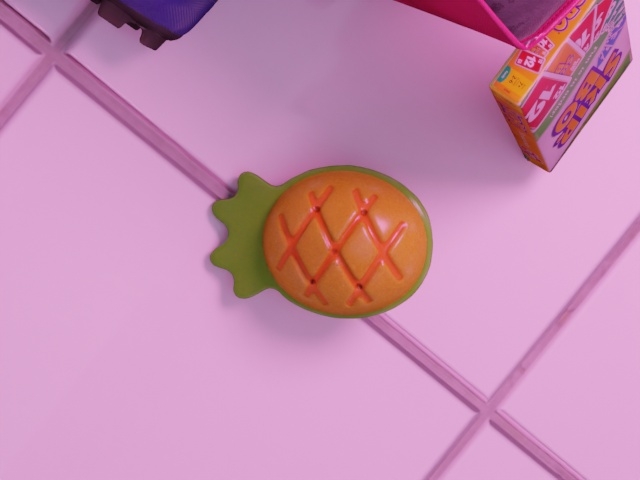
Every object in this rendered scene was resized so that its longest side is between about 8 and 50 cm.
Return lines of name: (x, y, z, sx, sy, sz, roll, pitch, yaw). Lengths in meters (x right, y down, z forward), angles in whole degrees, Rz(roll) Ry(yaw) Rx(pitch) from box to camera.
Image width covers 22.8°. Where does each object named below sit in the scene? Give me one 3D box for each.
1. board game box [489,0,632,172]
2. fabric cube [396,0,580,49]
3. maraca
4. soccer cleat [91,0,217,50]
board game box: (0.197, -0.132, 1.263, 0.039, 0.259, 0.124, 36, 90, 14)
fabric cube: (0.101, -0.331, 1.149, 0.259, 0.258, 0.254, -46, 122, -6)
maraca: (0.000, 0.000, 1.306, 0.186, 0.099, 0.127, 4, 95, 10)
soccer cleat: (-0.176, -0.253, 1.166, 0.121, 0.093, 0.289, -49, 136, 6)
